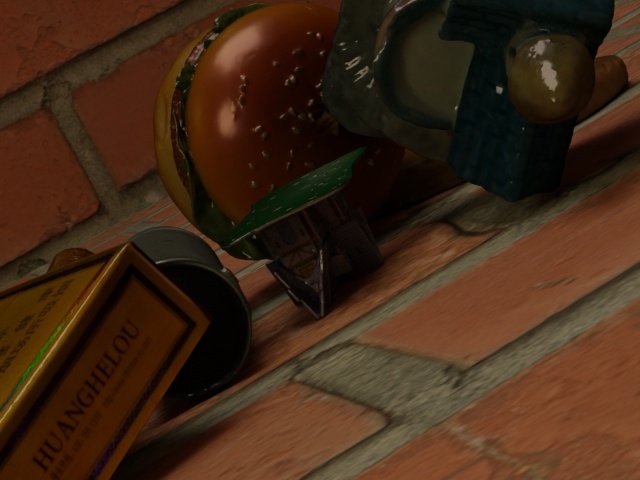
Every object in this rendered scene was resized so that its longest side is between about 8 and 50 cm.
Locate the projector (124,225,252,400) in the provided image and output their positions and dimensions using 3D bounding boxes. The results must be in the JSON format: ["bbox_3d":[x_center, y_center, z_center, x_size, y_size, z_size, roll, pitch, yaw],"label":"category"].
[{"bbox_3d":[-0.120,0.051,1.317,0.108,0.108,0.337,-29,7,-4],"label":"projector"}]

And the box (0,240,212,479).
[{"bbox_3d":[-0.222,0.121,1.093,0.301,0.084,0.193,-18,33,52],"label":"box"}]

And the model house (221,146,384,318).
[{"bbox_3d":[0.000,0.000,1.293,0.117,0.088,0.167,-27,9,12],"label":"model house"}]

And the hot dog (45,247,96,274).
[{"bbox_3d":[-0.227,0.080,1.503,0.072,0.115,0.269,4,16,-5],"label":"hot dog"}]

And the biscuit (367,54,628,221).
[{"bbox_3d":[0.139,-0.103,1.636,0.376,0.051,0.269,-23,8,38],"label":"biscuit"}]

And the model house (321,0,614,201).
[{"bbox_3d":[0.118,-0.157,1.210,0.194,0.267,0.325,11,21,-5],"label":"model house"}]

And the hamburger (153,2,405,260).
[{"bbox_3d":[-0.024,-0.098,1.467,0.246,0.246,0.170,-33,12,-31],"label":"hamburger"}]
